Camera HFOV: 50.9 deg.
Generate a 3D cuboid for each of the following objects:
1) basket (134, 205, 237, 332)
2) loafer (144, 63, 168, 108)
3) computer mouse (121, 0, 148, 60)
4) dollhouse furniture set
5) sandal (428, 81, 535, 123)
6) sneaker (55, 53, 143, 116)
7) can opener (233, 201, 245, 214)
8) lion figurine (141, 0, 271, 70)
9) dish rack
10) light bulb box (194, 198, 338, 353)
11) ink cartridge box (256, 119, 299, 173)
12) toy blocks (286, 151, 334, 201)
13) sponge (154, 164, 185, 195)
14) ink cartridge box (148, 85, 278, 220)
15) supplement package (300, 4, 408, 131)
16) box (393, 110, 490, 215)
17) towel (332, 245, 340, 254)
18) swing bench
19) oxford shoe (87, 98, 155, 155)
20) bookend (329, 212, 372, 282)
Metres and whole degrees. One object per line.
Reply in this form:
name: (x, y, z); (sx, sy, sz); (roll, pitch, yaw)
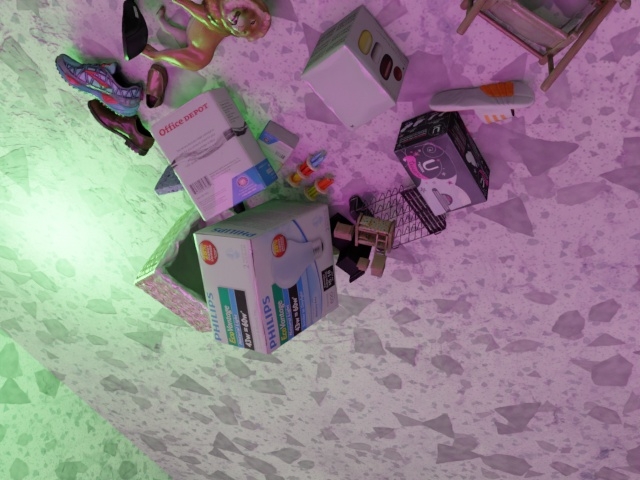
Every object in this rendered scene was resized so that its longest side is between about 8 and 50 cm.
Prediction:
basket: (-0.375, 0.086, 2.208); (0.328, 0.331, 0.266); (40, 151, -20)
loafer: (-0.474, -0.438, 1.935); (0.056, 0.050, 0.148); (17, 137, 2)
computer mouse: (-0.461, -0.577, 1.670); (0.060, 0.262, 0.184); (-2, 133, -12)
dollhouse furniture set: (0.115, 0.004, 1.986); (0.181, 0.161, 0.101); (12, 140, 13)
sandal: (0.408, -0.339, 1.696); (0.265, 0.102, 0.076); (3, 136, 29)
sneaker: (-0.628, -0.476, 1.939); (0.262, 0.104, 0.125); (30, 119, -17)
can opener: (-0.268, -0.130, 2.166); (0.073, 0.059, 0.186); (7, 135, 12)
lion figurine: (-0.302, -0.539, 1.736); (0.240, 0.142, 0.392); (30, 150, -22)
dish rack: (0.237, -0.076, 2.035); (0.271, 0.074, 0.208); (-20, 125, 32)
light bulb box: (-0.150, 0.094, 2.022); (0.225, 0.361, 0.358); (6, 112, 36)
ink cartridge box: (-0.154, -0.257, 1.995); (0.104, 0.062, 0.181); (31, 135, -12)
toy blocks: (-0.012, -0.194, 2.014); (0.123, 0.054, 0.148); (39, 133, -18)
sponge: (-0.412, -0.203, 2.101); (0.210, 0.117, 0.031); (-7, 133, 25)
ink cartridge box: (-0.300, -0.247, 1.911); (0.223, 0.129, 0.307); (-26, 100, 22)
supplement package: (0.089, -0.420, 1.642); (0.149, 0.203, 0.194); (-26, 121, 38)
box: (0.330, -0.210, 1.811); (0.163, 0.142, 0.247); (-17, 126, 32)
towel: (0.000, 0.000, 2.203); (0.148, 0.027, 0.110); (40, 156, -18)
swing bench: (0.473, -0.510, 1.450); (0.253, 0.165, 0.255); (31, 130, -11)
oxford shoe: (-0.600, -0.365, 2.048); (0.227, 0.083, 0.096); (37, 115, -18)
bookend: (0.076, 0.023, 2.126); (0.156, 0.157, 0.072); (36, 134, -18)
